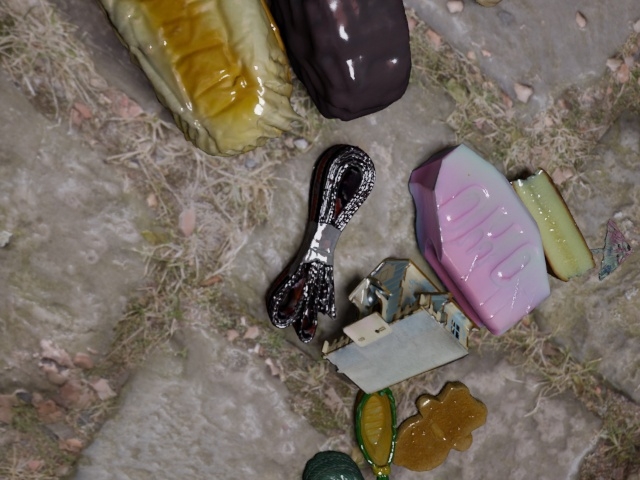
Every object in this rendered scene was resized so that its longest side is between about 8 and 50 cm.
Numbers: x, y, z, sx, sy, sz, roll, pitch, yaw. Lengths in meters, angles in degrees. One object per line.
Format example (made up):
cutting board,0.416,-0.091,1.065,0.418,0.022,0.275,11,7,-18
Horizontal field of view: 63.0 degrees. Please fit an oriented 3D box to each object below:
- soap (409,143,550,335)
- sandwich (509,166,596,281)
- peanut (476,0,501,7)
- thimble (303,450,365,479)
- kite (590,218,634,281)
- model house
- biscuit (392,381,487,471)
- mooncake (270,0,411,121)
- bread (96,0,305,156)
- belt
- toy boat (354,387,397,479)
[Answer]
soap,0.290,-0.011,0.973,0.192,0.109,0.324,-37,97,-7
sandwich,0.445,-0.034,1.038,0.094,0.096,0.258,-33,108,1
peanut,0.333,-0.521,0.917,0.104,0.085,0.228,30,94,-35
thimble,0.031,0.501,1.050,0.118,0.090,0.135,-36,109,-1
kite,0.617,0.022,1.133,0.156,0.011,0.139,-1,98,-14
model house,0.139,0.129,0.959,0.178,0.206,0.271,43,127,-14
biscuit,0.245,0.402,1.109,0.225,0.036,0.166,-46,106,2
mooncake,0.016,-0.314,0.785,0.141,0.283,0.283,-25,106,-8
bread,-0.188,-0.312,0.771,0.235,0.183,0.389,-18,103,10
belt,0.000,0.000,0.940,0.126,0.094,0.360,16,96,-12
toy boat,0.115,0.374,1.044,0.088,0.088,0.230,-6,102,-13
